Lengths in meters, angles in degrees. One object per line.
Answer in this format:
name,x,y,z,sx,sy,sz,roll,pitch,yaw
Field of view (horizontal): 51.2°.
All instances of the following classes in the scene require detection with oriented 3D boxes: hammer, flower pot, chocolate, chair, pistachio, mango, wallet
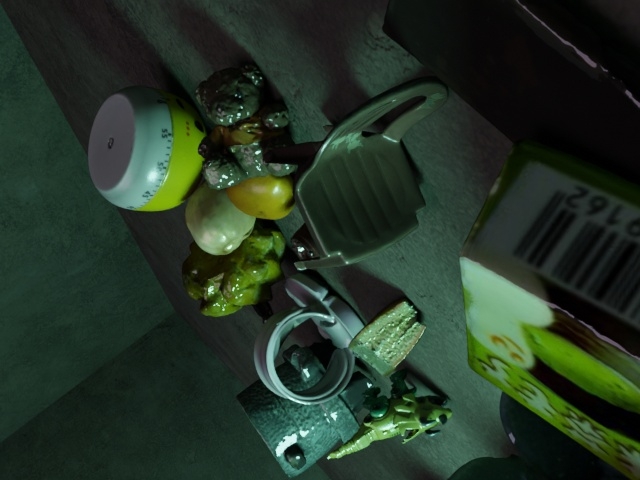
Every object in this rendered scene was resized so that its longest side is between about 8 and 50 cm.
hammer,-0.294,0.130,2.121,0.439,0.044,0.168,27,149,50
flower pot,0.000,0.000,1.181,0.111,0.089,0.111,44,159,22
chocolate,0.273,0.094,0.610,0.300,0.137,0.289,35,161,32
chair,0.053,-0.070,0.832,0.183,0.175,0.326,65,165,-9
pistachio,-0.205,-0.068,1.380,0.117,0.145,0.201,114,162,-65
flower pot,-0.030,0.386,1.617,0.299,0.282,0.299,53,168,16
mango,-0.110,-0.094,1.248,0.141,0.102,0.217,50,163,-12
wallet,0.179,-0.154,0.596,0.309,0.042,0.165,47,161,16

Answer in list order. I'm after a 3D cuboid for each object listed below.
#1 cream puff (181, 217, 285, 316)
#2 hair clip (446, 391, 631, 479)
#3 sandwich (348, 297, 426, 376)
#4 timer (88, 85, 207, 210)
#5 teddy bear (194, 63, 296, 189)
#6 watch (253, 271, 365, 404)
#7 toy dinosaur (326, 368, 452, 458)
cream puff,-0.188,0.054,1.484,0.244,0.196,0.245,1,92,46
hair clip,0.309,0.337,0.757,0.392,0.318,0.238,39,159,30
sandwich,0.120,0.188,1.241,0.094,0.096,0.258,43,161,11
timer,-0.333,-0.187,1.445,0.285,0.285,0.285,44,159,22
teddy bear,-0.126,-0.191,1.102,0.177,0.140,0.190,-15,107,23
watch,-0.042,0.218,1.442,0.244,0.231,0.196,52,163,-7
toy dinosaur,0.126,0.355,1.321,0.153,0.259,0.094,-105,-10,-65
